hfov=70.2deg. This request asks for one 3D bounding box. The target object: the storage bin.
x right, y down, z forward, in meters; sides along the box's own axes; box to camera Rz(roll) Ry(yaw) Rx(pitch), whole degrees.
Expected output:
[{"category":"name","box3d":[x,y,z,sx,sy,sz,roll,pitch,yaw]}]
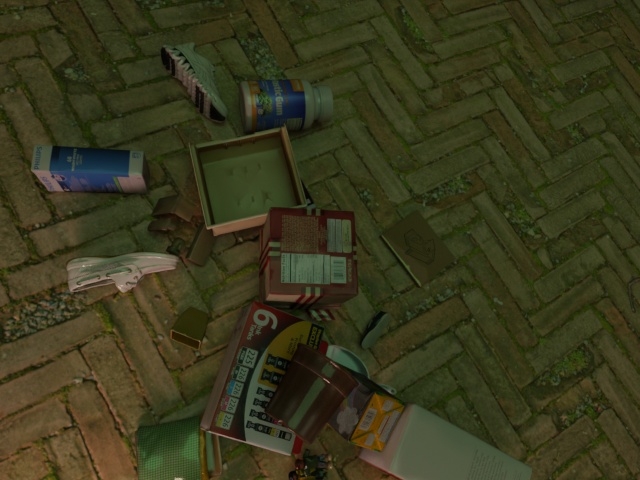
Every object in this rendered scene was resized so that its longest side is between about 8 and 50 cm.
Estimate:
[{"category":"storage bin","box3d":[-0.196,-0.170,1.241,0.262,0.123,0.261,-14,79,-7]}]

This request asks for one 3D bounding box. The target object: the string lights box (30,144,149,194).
[{"category":"string lights box","box3d":[-0.600,-0.184,1.212,0.259,0.133,0.077,1,73,-14]}]

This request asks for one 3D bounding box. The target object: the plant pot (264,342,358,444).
[{"category":"plant pot","box3d":[-0.027,0.344,1.009,0.167,0.167,0.165,36,69,-1]}]

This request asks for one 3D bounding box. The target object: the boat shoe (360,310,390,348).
[{"category":"boat shoe","box3d":[0.151,0.254,1.309,0.125,0.038,0.046,-51,131,-16]}]

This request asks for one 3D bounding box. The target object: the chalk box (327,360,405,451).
[{"category":"chalk box","box3d":[0.075,0.399,1.133,0.132,0.213,0.133,34,83,-35]}]

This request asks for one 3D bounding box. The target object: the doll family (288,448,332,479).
[{"category":"doll family","box3d":[-0.031,0.617,1.131,0.111,0.076,0.193,0,76,-19]}]

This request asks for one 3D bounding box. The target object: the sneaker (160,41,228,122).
[{"category":"sneaker","box3d":[-0.361,-0.492,1.390,0.118,0.110,0.292,-34,83,-30]}]

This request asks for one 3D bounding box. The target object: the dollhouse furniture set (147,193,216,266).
[{"category":"dollhouse furniture set","box3d":[-0.390,-0.024,1.271,0.151,0.123,0.144,37,63,-38]}]

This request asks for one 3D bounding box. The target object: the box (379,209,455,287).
[{"category":"box","box3d":[0.307,0.022,1.430,0.164,0.021,0.201,-34,83,-21]}]

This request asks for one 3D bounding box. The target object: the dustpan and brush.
[{"category":"dustpan and brush","box3d":[0.102,0.383,1.243,0.211,0.060,0.148,20,69,-7]}]

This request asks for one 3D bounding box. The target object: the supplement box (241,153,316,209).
[{"category":"supplement box","box3d":[-0.128,-0.165,1.354,0.130,0.073,0.240,-25,81,-18]}]

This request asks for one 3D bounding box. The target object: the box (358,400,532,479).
[{"category":"box","box3d":[0.306,0.561,1.150,0.345,0.215,0.168,30,68,-5]}]

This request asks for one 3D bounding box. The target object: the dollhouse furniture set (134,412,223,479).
[{"category":"dollhouse furniture set","box3d":[-0.316,0.566,1.034,0.197,0.151,0.302,-8,75,-16]}]

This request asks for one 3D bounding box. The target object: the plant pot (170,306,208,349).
[{"category":"plant pot","box3d":[-0.333,0.222,1.181,0.081,0.081,0.083,23,57,-6]}]

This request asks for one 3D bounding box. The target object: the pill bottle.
[{"category":"pill bottle","box3d":[-0.105,-0.415,1.397,0.271,0.152,0.153,-8,75,-15]}]

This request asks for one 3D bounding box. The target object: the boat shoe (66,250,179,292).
[{"category":"boat shoe","box3d":[-0.504,0.087,1.174,0.276,0.098,0.096,-6,75,-6]}]

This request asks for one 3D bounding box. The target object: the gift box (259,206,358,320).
[{"category":"gift box","box3d":[-0.025,0.071,1.204,0.276,0.258,0.255,7,73,-12]}]

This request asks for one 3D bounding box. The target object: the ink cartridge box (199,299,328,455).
[{"category":"ink cartridge box","box3d":[-0.108,0.346,1.129,0.271,0.130,0.310,23,65,-16]}]
